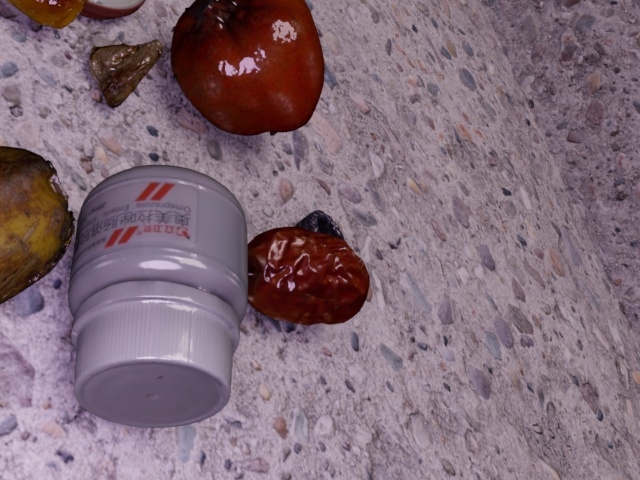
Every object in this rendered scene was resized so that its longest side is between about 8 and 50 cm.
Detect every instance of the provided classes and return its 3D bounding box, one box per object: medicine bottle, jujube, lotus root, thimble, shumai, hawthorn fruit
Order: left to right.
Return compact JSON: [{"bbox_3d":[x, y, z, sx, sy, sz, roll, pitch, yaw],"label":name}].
[{"bbox_3d":[-0.443,0.000,1.055,0.196,0.179,0.397,54,32,-1],"label":"lotus root"},{"bbox_3d":[-0.337,-0.295,1.509,0.105,0.123,0.139,19,61,-30],"label":"shumai"},{"bbox_3d":[-0.222,0.077,1.222,0.245,0.245,0.306,28,43,-37],"label":"medicine bottle"},{"bbox_3d":[-0.124,-0.337,1.669,0.311,0.295,0.295,36,38,-24],"label":"hawthorn fruit"},{"bbox_3d":[-0.028,0.064,1.570,0.250,0.174,0.174,5,58,-38],"label":"jujube"},{"bbox_3d":[0.000,-0.002,1.745,0.095,0.066,0.104,22,46,-39],"label":"thimble"}]

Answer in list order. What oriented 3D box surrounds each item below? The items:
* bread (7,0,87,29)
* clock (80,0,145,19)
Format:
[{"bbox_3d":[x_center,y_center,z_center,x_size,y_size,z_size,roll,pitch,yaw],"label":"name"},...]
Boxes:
[{"bbox_3d":[-0.519,-0.498,1.378,0.380,0.185,0.109,31,0,-34],"label":"bread"},{"bbox_3d":[-0.442,-0.546,1.614,0.318,0.080,0.319,34,39,-33],"label":"clock"}]
